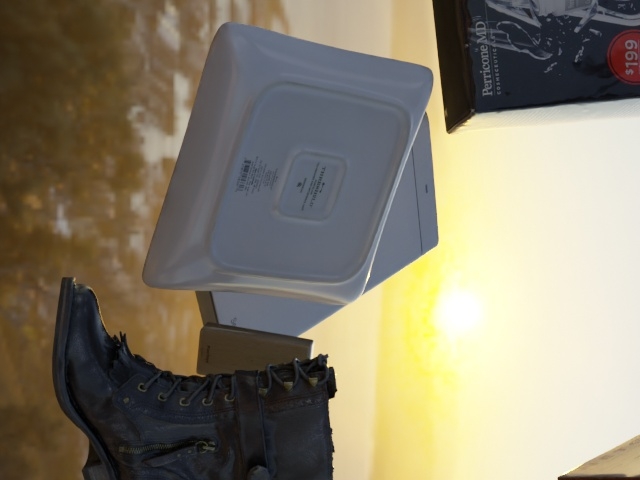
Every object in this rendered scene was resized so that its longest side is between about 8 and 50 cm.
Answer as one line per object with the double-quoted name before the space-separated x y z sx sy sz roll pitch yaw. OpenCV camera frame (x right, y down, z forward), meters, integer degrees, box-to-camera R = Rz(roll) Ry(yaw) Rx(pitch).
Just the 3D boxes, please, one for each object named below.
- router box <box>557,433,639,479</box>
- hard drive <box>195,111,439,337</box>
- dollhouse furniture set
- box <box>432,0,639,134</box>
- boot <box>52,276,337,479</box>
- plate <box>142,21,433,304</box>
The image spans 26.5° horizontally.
"router box" 0.398 0.153 1.070 0.082 0.336 0.301 66 -18 3
"hard drive" 0.000 0.000 1.715 0.047 0.353 0.233 38 -31 39
"dollhouse furniture set" -0.074 0.152 1.444 0.123 0.144 0.151 -50 147 -71
"box" 0.306 -0.323 1.713 0.179 0.313 0.343 130 -46 -84
"boot" -0.101 0.129 1.174 0.091 0.229 0.262 -100 179 -61
"plate" -0.019 -0.061 1.373 0.045 0.278 0.277 37 -67 49
